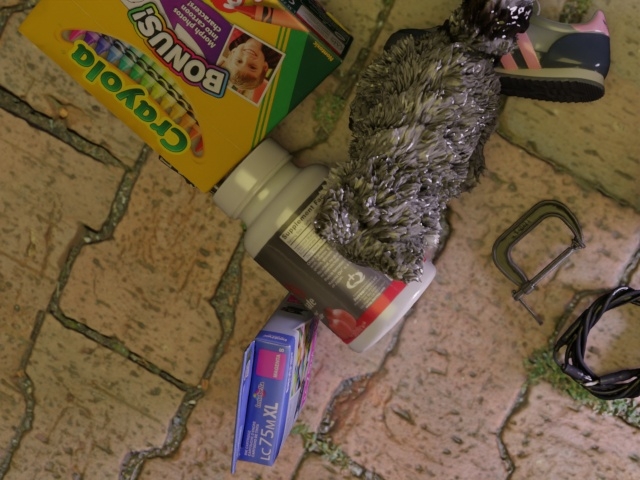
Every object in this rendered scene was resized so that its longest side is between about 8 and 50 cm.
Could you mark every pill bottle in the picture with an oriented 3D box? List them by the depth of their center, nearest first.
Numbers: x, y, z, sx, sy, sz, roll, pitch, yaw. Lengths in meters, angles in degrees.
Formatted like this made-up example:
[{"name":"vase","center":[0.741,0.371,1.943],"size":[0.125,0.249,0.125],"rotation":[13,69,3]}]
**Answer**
[{"name":"pill bottle","center":[0.000,0.000,1.719],"size":[0.318,0.176,0.176],"rotation":[43,106,0]}]

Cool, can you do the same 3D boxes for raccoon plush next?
[{"name":"raccoon plush","center":[0.120,-0.165,1.506],"size":[0.216,0.299,0.446],"rotation":[17,128,9]}]

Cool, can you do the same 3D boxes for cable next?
[{"name":"cable","center":[0.448,0.153,1.732],"size":[0.150,0.047,0.184],"rotation":[40,105,1]}]

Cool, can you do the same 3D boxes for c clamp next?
[{"name":"c clamp","center":[0.332,0.025,1.743],"size":[0.137,0.022,0.161],"rotation":[42,107,5]}]

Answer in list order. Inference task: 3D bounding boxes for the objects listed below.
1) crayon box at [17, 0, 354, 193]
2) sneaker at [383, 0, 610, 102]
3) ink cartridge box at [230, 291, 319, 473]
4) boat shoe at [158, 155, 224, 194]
[{"name":"crayon box","center":[-0.191,-0.294,1.660],"size":[0.363,0.106,0.313],"rotation":[42,120,-12]},{"name":"sneaker","center":[0.254,-0.283,1.664],"size":[0.319,0.112,0.131],"rotation":[11,80,11]},{"name":"ink cartridge box","center":[-0.062,0.202,1.702],"size":[0.065,0.311,0.186],"rotation":[11,104,10]},{"name":"boat shoe","center":[-0.197,-0.104,1.802],"size":[0.125,0.046,0.038],"rotation":[39,106,4]}]
